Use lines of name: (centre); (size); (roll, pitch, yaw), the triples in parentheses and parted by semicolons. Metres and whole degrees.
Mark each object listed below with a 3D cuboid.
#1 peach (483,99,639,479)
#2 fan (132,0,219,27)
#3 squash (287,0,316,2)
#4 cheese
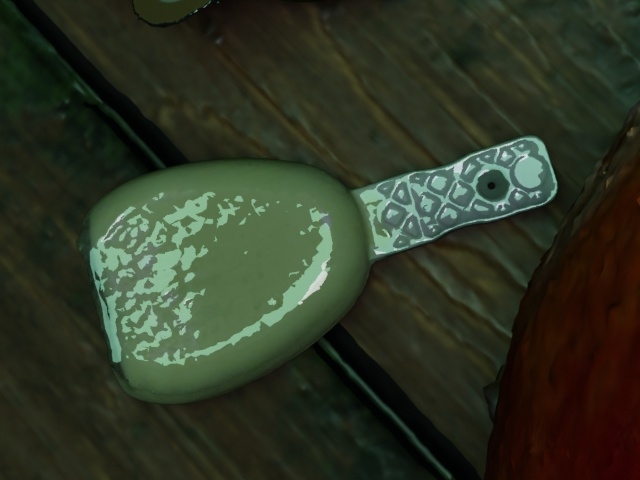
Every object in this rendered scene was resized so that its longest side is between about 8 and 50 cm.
peach: (0.219, 0.045, 0.369); (0.339, 0.353, 0.416); (56, 138, 21)
fan: (-0.031, -0.190, 0.559); (0.227, 0.008, 0.152); (-52, 47, -5)
squash: (0.085, -0.158, 0.522); (0.258, 0.069, 0.069); (-18, 78, 12)
cheese: (0.000, 0.000, 0.535); (0.192, 0.037, 0.097); (-17, 79, 11)
